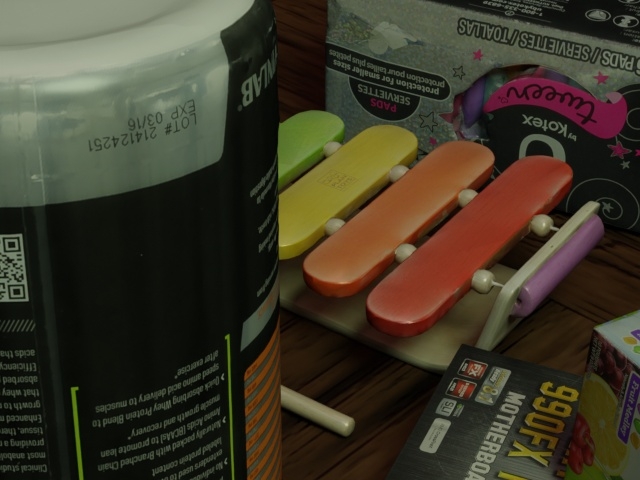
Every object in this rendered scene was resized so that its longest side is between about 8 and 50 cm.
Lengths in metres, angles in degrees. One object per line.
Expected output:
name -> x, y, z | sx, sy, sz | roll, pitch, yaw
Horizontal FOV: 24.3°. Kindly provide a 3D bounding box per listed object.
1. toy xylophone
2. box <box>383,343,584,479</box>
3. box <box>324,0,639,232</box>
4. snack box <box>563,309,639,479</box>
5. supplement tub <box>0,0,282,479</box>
toy xylophone -> 0.000, 0.000, 0.911 | 0.322, 0.081, 0.236 | 16, 37, 22
box -> 0.114, 0.155, 0.706 | 0.183, 0.056, 0.231 | 14, 36, 19
box -> 0.144, -0.126, 1.050 | 0.247, 0.142, 0.163 | 16, 38, 23
snack box -> 0.165, 0.108, 0.637 | 0.037, 0.100, 0.141 | -17, 39, -25
supplement tub -> -0.112, 0.039, 0.630 | 0.193, 0.316, 0.193 | 0, 28, 0
